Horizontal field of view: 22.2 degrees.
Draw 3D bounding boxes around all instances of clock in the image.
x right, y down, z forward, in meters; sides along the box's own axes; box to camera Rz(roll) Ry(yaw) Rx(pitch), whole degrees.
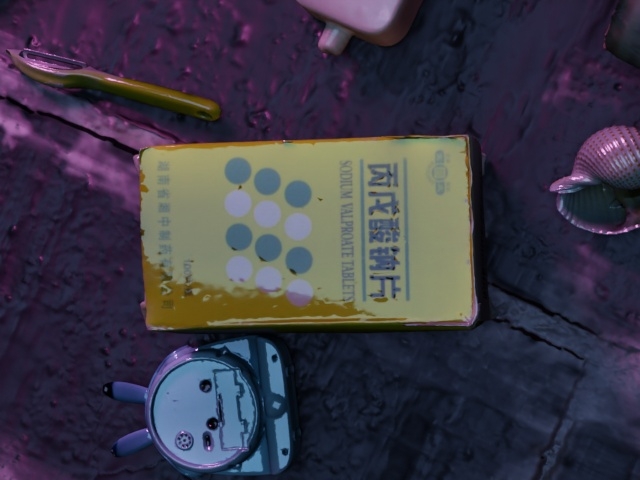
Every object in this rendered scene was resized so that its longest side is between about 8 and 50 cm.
[{"bbox_3d":[-0.091,0.131,1.252,0.147,0.045,0.108,-7,88,9],"label":"clock"}]

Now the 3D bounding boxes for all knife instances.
[{"bbox_3d":[-0.165,-0.121,1.273,0.184,0.022,0.026,15,67,10],"label":"knife"}]

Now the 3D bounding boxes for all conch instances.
[{"bbox_3d":[0.217,-0.046,1.196,0.085,0.056,0.076,-18,106,38],"label":"conch"}]

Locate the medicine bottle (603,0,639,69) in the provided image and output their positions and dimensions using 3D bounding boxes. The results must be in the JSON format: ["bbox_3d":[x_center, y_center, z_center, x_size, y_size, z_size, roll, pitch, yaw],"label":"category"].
[{"bbox_3d":[0.418,-0.136,1.071,0.406,0.236,0.236,29,95,9],"label":"medicine bottle"}]

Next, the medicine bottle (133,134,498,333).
[{"bbox_3d":[0.000,0.000,1.191,0.250,0.141,0.137,-2,87,9],"label":"medicine bottle"}]

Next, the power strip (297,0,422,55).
[{"bbox_3d":[0.086,-0.314,1.211,0.091,0.062,0.385,26,94,11],"label":"power strip"}]
